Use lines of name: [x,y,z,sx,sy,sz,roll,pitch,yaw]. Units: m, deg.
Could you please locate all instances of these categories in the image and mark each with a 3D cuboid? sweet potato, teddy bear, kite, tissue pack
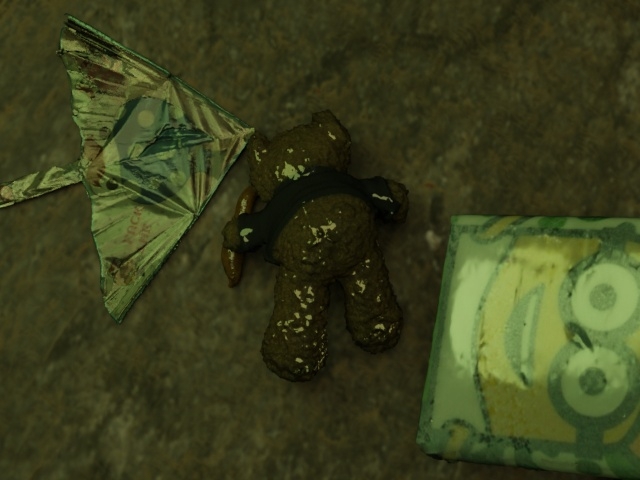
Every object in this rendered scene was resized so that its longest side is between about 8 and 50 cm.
sweet potato: [-0.081,-0.010,1.341,0.026,0.026,0.115,11,79,7]
teddy bear: [0.004,-0.004,1.279,0.182,0.129,0.251,-12,75,-13]
kite: [-0.219,-0.080,1.375,0.314,0.011,0.335,-13,76,2]
tissue pack: [0.253,0.098,1.183,0.310,0.128,0.228,3,78,32]
